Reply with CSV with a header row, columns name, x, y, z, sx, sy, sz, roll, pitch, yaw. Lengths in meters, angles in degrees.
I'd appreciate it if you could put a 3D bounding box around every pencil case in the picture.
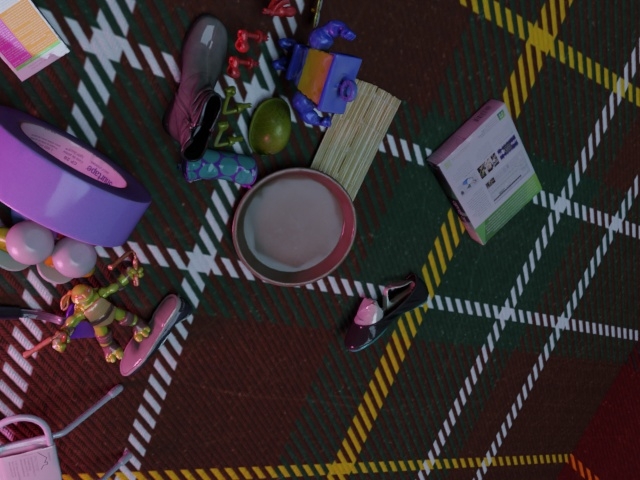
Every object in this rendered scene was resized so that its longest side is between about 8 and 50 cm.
name,x,y,z,sx,sy,sz,roll,pitch,yaw
pencil case,-0.203,-0.145,1.177,0.151,0.064,0.070,3,97,-30

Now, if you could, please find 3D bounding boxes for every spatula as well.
name,x,y,z,sx,sy,sz,roll,pitch,yaw
spatula,-0.560,0.148,1.147,0.296,0.030,0.084,9,104,-32

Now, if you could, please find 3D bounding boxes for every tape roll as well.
name,x,y,z,sx,sy,sz,roll,pitch,yaw
tape roll,-0.415,-0.102,0.948,0.274,0.275,0.090,30,98,-37

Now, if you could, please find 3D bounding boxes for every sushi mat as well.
name,x,y,z,sx,sy,sz,roll,pitch,yaw
sushi mat,0.060,-0.198,1.325,0.151,0.019,0.317,17,104,-33

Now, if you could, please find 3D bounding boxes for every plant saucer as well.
name,x,y,z,sx,sy,sz,roll,pitch,yaw
plant saucer,-0.057,-0.030,1.299,0.277,0.041,0.278,-5,112,-13

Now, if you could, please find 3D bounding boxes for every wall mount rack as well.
name,x,y,z,sx,sy,sz,roll,pitch,yaw
wall mount rack,-0.562,0.462,1.255,0.304,0.130,0.350,-8,118,-22

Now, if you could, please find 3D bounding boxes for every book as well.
name,x,y,z,sx,sy,sz,roll,pitch,yaw
book,-0.489,-0.341,0.938,0.096,0.035,0.144,-35,126,-5

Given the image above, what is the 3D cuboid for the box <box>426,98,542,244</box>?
name,x,y,z,sx,sy,sz,roll,pitch,yaw
box,0.433,-0.169,1.529,0.232,0.058,0.322,-42,126,-4

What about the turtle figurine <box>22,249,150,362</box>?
name,x,y,z,sx,sy,sz,roll,pitch,yaw
turtle figurine,-0.442,0.153,1.158,0.269,0.087,0.217,-51,148,-25

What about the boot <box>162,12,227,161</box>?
name,x,y,z,sx,sy,sz,roll,pitch,yaw
boot,-0.203,-0.270,1.052,0.083,0.161,0.247,12,108,-34

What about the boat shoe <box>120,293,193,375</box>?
name,x,y,z,sx,sy,sz,roll,pitch,yaw
boat shoe,-0.351,0.213,1.272,0.206,0.075,0.065,-54,138,0

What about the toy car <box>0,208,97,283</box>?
name,x,y,z,sx,sy,sz,roll,pitch,yaw
toy car,-0.487,-0.005,1.057,0.182,0.159,0.136,24,67,-35

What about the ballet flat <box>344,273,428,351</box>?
name,x,y,z,sx,sy,sz,roll,pitch,yaw
ballet flat,0.162,0.175,1.537,0.280,0.095,0.096,-33,117,-24

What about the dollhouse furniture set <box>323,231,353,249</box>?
name,x,y,z,sx,sy,sz,roll,pitch,yaw
dollhouse furniture set,0.000,0.000,1.392,0.151,0.059,0.076,-9,128,-3

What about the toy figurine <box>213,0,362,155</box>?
name,x,y,z,sx,sy,sz,roll,pitch,yaw
toy figurine,-0.033,-0.282,1.078,0.191,0.217,0.363,-9,127,-48
